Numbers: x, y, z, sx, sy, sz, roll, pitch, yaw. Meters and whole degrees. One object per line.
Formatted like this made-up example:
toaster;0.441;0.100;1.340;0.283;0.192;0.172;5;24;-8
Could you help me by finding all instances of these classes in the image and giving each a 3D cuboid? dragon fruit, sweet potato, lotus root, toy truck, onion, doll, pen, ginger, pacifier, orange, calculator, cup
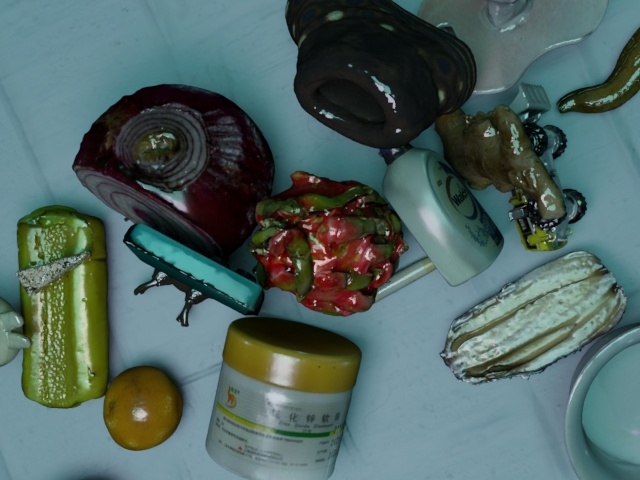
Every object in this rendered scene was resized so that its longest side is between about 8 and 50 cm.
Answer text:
dragon fruit;0.009;0.003;1.278;0.237;0.302;0.231;25;90;37
sweet potato;0.517;-0.284;1.308;0.233;0.062;0.081;-42;72;11
lotus root;0.371;0.152;1.347;0.329;0.078;0.167;-28;69;9
toy truck;0.365;-0.121;1.304;0.111;0.136;0.286;-15;87;37
onion;-0.238;-0.143;1.317;0.336;0.282;0.260;25;76;15
doll;-0.251;0.072;1.437;0.139;0.057;0.165;37;89;6
doll;-0.621;0.170;1.399;0.275;0.113;0.155;-3;101;52
pen;0.133;0.078;1.389;0.233;0.040;0.032;-30;75;9
ginger;0.272;-0.149;1.245;0.080;0.333;0.166;-23;116;-10
pacifier;0.309;-0.390;1.256;0.332;0.273;0.220;-32;109;9
orange;-0.326;0.310;1.414;0.136;0.159;0.159;14;97;-35
calculator;-0.206;0.048;1.280;0.248;0.274;0.058;27;80;0
cup;0.561;0.276;1.267;0.347;0.163;0.347;0;99;3

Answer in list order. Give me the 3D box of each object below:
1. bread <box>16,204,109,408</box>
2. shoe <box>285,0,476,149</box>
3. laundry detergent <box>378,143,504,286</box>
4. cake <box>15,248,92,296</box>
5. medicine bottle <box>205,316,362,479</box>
bread;-0.479;0.125;1.441;0.166;0.112;0.384;-1;93;5
shoe;0.045;-0.295;1.243;0.384;0.171;0.237;38;54;25
laundry detergent;0.191;-0.074;1.290;0.105;0.215;0.280;-36;90;28
cake;-0.467;0.057;1.353;0.140;0.051;0.055;-17;91;8
medicine bottle;-0.065;0.274;1.328;0.238;0.238;0.232;12;95;7
